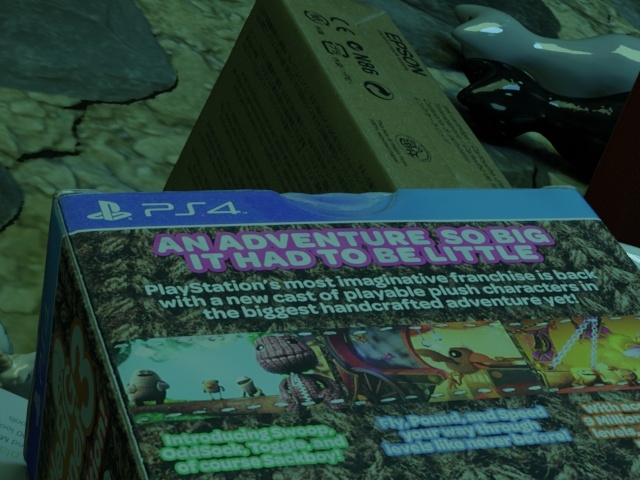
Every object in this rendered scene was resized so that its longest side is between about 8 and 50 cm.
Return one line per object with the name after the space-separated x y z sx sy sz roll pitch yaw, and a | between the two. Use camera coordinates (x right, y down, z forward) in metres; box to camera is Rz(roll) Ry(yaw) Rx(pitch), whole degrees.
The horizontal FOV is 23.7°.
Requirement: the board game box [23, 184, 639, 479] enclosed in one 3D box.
0.036 0.117 0.547 0.232 0.141 0.291 -1 36 -21 | board game box

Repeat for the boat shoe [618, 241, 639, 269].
0.231 0.086 0.973 0.277 0.098 0.096 25 28 -6 | boat shoe

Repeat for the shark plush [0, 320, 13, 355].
-0.222 0.016 0.793 0.161 0.073 0.067 25 0 42 | shark plush

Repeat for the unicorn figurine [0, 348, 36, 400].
-0.110 0.056 0.763 0.111 0.060 0.162 -7 4 -9 | unicorn figurine

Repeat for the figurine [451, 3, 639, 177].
0.212 -0.137 1.347 0.209 0.092 0.215 17 29 -9 | figurine

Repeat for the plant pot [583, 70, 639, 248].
0.388 -0.041 1.095 0.267 0.267 0.236 11 21 -27 | plant pot

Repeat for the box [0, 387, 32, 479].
-0.085 0.196 0.569 0.232 0.058 0.322 23 29 -6 | box

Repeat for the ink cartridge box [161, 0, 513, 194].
0.000 0.000 0.822 0.088 0.193 0.234 11 32 -30 | ink cartridge box
